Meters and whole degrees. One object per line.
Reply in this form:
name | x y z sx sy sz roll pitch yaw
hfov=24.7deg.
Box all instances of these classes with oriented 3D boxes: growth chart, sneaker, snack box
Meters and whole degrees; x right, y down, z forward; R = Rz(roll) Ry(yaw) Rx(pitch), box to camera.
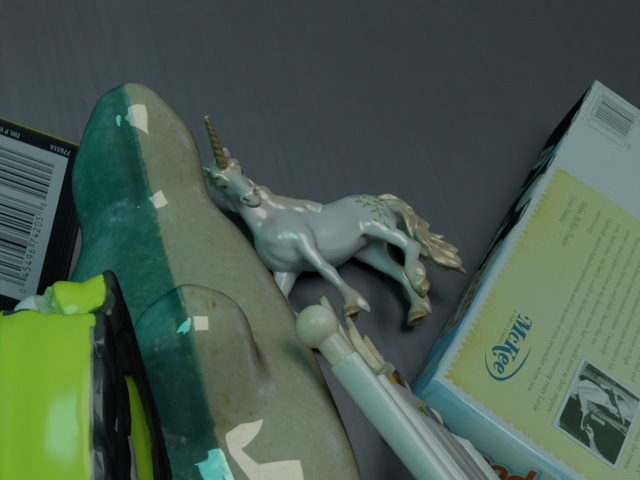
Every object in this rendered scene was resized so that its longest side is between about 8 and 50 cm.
growth chart | 0.063 0.104 0.612 0.172 0.021 0.237 51 2 21
sneaker | -0.105 0.157 0.409 0.121 0.111 0.300 -7 60 7
snack box | 0.181 0.050 0.855 0.187 0.060 0.322 35 43 1

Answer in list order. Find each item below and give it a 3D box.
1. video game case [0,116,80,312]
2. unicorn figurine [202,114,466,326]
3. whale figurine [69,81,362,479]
video game case | -0.240 0.023 0.638 0.248 0.035 0.275 19 46 -17
unicorn figurine | 0.000 0.000 0.797 0.162 0.060 0.111 3 49 -51
whale figurine | -0.070 0.075 0.589 0.141 0.216 0.272 -15 68 -9
